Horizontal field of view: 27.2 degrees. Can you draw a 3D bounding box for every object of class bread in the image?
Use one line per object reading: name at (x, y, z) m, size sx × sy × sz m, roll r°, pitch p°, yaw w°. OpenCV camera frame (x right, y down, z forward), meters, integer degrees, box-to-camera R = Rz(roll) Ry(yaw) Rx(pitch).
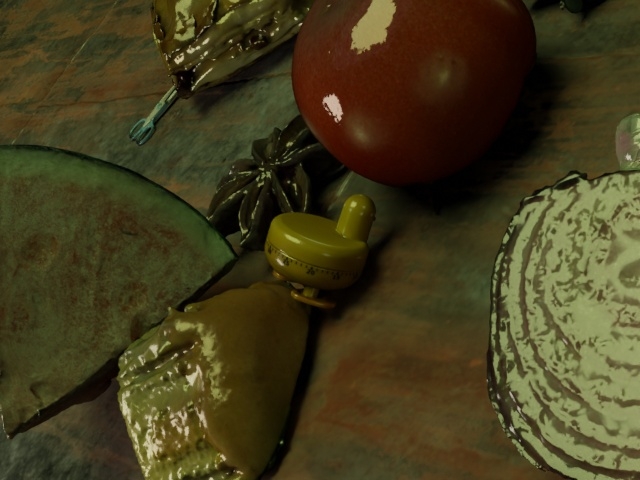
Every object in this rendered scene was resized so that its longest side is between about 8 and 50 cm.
bread at (-0.135, -0.375, 1.901) m, size 0.277 × 0.167 × 0.324 m, roll -30°, pitch 33°, yaw 25°
bread at (-0.119, 0.123, 1.320) m, size 0.174 × 0.133 × 0.251 m, roll -27°, pitch 36°, yaw 38°

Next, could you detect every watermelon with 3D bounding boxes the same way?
watermelon at (-0.296, 0.051, 1.447) m, size 0.293 × 0.250 × 0.283 m, roll -31°, pitch -17°, yaw -46°

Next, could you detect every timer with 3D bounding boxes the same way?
timer at (0.000, 0.000, 1.343) m, size 0.107 × 0.107 × 0.109 m, roll -131°, pitch 54°, yaw -60°

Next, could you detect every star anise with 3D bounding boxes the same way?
star anise at (-0.056, -0.065, 1.528) m, size 0.197 × 0.073 × 0.212 m, roll -5°, pitch 46°, yaw 43°

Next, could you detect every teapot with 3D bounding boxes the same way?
teapot at (0.277, -0.066, 1.141) m, size 0.083 × 0.064 × 0.064 m, roll 123°, pitch 169°, yaw -68°

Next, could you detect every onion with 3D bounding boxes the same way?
onion at (0.253, 0.071, 0.967) m, size 0.250 × 0.111 × 0.247 m, roll -7°, pitch 66°, yaw 32°

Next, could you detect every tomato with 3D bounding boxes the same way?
tomato at (0.093, -0.178, 1.343) m, size 0.256 × 0.224 × 0.255 m, roll -40°, pitch 31°, yaw 30°

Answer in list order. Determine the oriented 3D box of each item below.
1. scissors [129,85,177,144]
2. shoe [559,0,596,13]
scissors at (-0.238, -0.192, 1.961) m, size 0.119 × 0.014 × 0.058 m, roll -50°, pitch 35°, yaw -1°
shoe at (0.267, -0.281, 1.394) m, size 0.169 × 0.071 × 0.099 m, roll -17°, pitch 43°, yaw 34°
